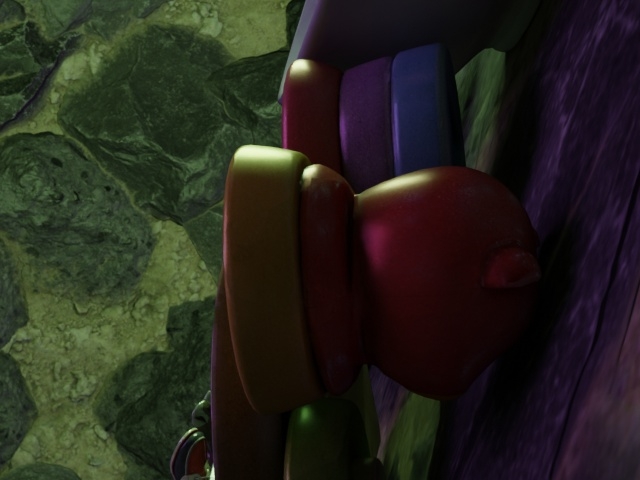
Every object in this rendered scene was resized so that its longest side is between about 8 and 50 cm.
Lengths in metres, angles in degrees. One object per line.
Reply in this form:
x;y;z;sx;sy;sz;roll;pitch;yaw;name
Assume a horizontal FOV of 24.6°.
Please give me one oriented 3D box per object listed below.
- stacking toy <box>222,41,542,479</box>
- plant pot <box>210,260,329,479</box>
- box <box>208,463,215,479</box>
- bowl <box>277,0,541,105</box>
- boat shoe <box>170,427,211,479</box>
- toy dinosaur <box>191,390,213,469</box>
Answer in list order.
0.052;0.048;0.759;0.309;0.131;0.279;-75;-22;-66;stacking toy
-0.019;0.110;0.803;0.236;0.032;0.236;-6;-90;-82;plant pot
-0.113;0.339;1.558;0.186;0.038;0.145;-81;-2;-58;box
0.079;-0.205;0.924;0.298;0.134;0.297;-162;90;-85;bowl
-0.140;0.270;1.632;0.049;0.043;0.137;-24;-47;-43;boat shoe
-0.116;0.266;1.775;0.160;0.121;0.313;-61;-3;-13;toy dinosaur
